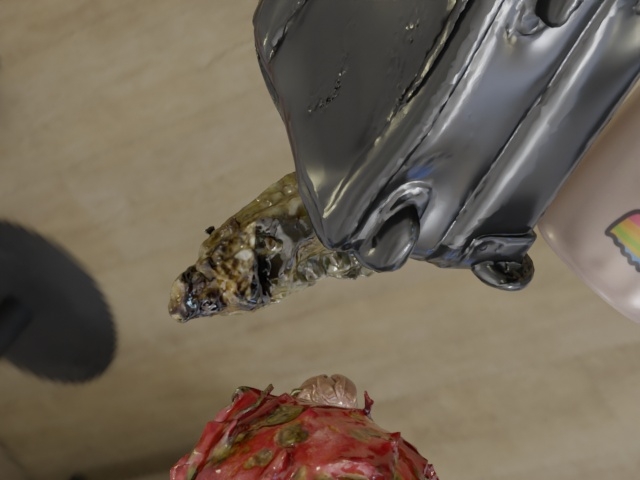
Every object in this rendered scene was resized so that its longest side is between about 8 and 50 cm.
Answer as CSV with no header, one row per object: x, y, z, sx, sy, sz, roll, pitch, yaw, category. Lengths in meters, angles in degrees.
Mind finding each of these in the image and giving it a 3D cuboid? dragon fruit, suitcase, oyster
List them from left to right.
0.000,-0.003,1.548,0.079,0.345,0.128,11,118,43,oyster
0.004,0.219,1.272,0.268,0.210,0.205,3,141,44,dragon fruit
0.095,-0.183,1.231,0.188,0.339,0.345,4,135,-27,suitcase

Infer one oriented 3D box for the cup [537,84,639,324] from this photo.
0.361,-0.016,1.728,0.253,0.191,0.200,39,103,-11,cup

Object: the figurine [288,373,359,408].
-0.023,0.209,1.853,0.114,0.157,0.126,-6,142,30,figurine
